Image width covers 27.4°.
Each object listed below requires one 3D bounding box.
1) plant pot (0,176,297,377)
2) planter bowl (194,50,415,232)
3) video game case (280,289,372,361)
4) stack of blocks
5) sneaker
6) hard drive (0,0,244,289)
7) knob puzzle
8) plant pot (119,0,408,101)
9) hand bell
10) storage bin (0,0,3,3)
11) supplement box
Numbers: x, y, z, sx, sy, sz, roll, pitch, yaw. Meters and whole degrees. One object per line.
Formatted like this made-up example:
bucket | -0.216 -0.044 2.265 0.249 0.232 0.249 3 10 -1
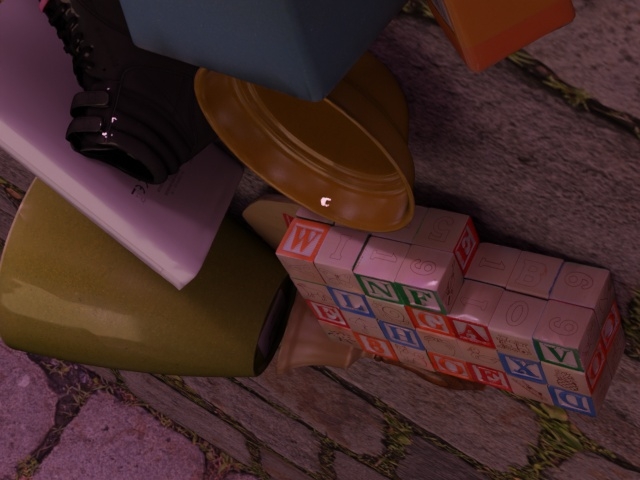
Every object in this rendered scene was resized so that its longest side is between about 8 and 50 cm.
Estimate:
plant pot | -0.186 0.047 1.559 0.293 0.275 0.275 19 157 11
planter bowl | 0.007 -0.108 1.110 0.217 0.090 0.217 30 158 13
video game case | -0.050 0.083 1.720 0.212 0.023 0.193 4 144 52
stack of blocks | 0.125 0.054 1.244 0.297 0.087 0.171 14 152 29
sneaker | -0.215 -0.171 1.230 0.295 0.147 0.104 41 161 -13
hard drive | -0.224 -0.110 1.328 0.307 0.203 0.040 40 124 -15
knob puzzle | 0.000 0.000 1.449 0.213 0.030 0.213 29 160 12
plant pot | -0.048 -0.240 0.807 0.165 0.166 0.234 21 149 32
hand bell | 0.080 0.131 1.548 0.242 0.126 0.126 16 158 4
storage bin | -0.466 -0.263 1.444 0.260 0.123 0.262 28 158 19
supplement box | 0.078 -0.210 0.765 0.080 0.078 0.233 64 -178 40
